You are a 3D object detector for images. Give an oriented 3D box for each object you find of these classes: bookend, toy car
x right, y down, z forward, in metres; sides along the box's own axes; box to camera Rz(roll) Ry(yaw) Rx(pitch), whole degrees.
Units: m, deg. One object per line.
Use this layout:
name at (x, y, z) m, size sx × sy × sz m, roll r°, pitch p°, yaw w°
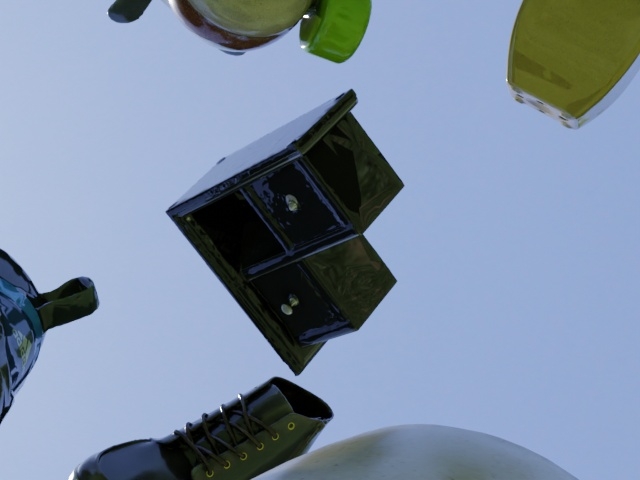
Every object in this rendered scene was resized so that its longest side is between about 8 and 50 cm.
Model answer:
bookend at (0.000, 0.000, 0.874) m, size 0.157 × 0.156 × 0.072 m, roll 53°, pitch -130°, yaw -13°
toy car at (-0.071, -0.169, 0.826) m, size 0.155 × 0.188 × 0.149 m, roll 17°, pitch -113°, yaw -20°

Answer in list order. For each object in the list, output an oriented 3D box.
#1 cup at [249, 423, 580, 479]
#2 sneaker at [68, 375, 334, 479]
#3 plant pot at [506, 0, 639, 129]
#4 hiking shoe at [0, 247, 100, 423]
cup at (0.029, 0.214, 0.512) m, size 0.331 × 0.331 × 0.237 m, roll 58°, pitch -147°, yaw -21°
sneaker at (-0.090, 0.159, 0.986) m, size 0.222 × 0.083 × 0.118 m, roll 8°, pitch -57°, yaw -54°
plant pot at (0.155, -0.116, 0.772) m, size 0.083 × 0.081 × 0.081 m, roll -62°, pitch -13°, yaw 2°
hiking shoe at (-0.242, 0.041, 0.440) m, size 0.132 × 0.304 × 0.113 m, roll -56°, pitch -28°, yaw -68°
